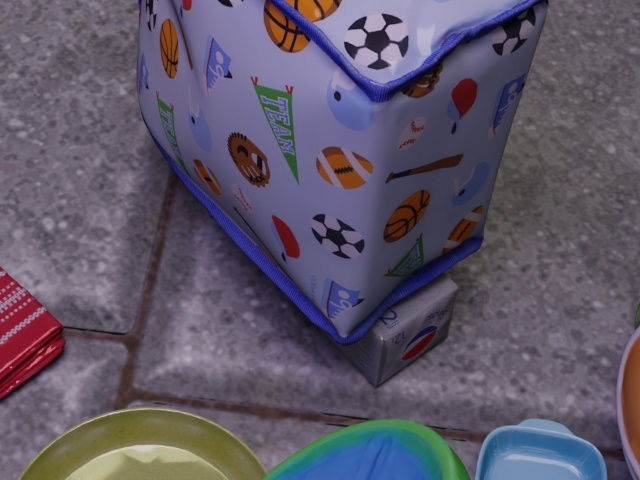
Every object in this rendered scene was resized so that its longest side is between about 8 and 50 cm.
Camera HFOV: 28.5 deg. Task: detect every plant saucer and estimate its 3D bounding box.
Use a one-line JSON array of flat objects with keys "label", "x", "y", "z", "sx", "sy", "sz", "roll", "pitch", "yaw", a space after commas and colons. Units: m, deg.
[{"label": "plant saucer", "x": -0.150, "y": 0.256, "z": 1.062, "sx": 0.241, "sy": 0.037, "sz": 0.241, "roll": 1, "pitch": 54, "yaw": -1}]

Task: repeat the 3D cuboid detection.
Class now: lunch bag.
[{"label": "lunch bag", "x": -0.020, "y": -0.169, "z": 1.076, "sx": 0.239, "sy": 0.328, "sz": 0.385, "roll": -33, "pitch": 60, "yaw": -30}]

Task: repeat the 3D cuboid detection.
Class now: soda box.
[{"label": "soda box", "x": 0.000, "y": 0.000, "z": 1.214, "sx": 0.098, "sy": 0.091, "sz": 0.286, "roll": -33, "pitch": 62, "yaw": -24}]

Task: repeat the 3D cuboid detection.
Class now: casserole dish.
[{"label": "casserole dish", "x": 0.185, "y": 0.244, "z": 1.083, "sx": 0.114, "sy": 0.037, "sz": 0.188, "roll": 9, "pitch": 56, "yaw": 4}]

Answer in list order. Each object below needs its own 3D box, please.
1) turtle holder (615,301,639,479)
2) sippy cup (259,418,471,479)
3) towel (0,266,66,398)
[{"label": "turtle holder", "x": 0.382, "y": 0.169, "z": 1.047, "sx": 0.243, "sy": 0.320, "sz": 0.227, "roll": -3, "pitch": 47, "yaw": 37}, {"label": "sippy cup", "x": 0.055, "y": 0.288, "z": 0.911, "sx": 0.240, "sy": 0.224, "sz": 0.305, "roll": -25, "pitch": 25, "yaw": 29}, {"label": "towel", "x": -0.396, "y": 0.072, "z": 1.187, "sx": 0.275, "sy": 0.031, "sz": 0.199, "roll": 38, "pitch": 64, "yaw": 24}]
